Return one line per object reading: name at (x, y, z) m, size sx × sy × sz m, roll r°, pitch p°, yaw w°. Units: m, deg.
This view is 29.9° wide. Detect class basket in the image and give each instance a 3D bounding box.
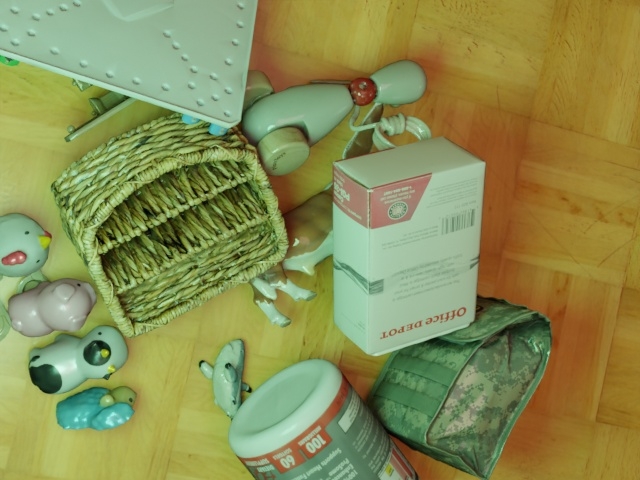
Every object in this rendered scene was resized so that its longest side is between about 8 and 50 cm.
basket at (-0.218, -0.038, 1.785) m, size 0.299 × 0.213 × 0.223 m, roll -26°, pitch 65°, yaw -15°

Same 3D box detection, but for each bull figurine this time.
bull figurine at (0.000, 0.000, 1.938) m, size 0.310 × 0.101 × 0.188 m, roll -27°, pitch 67°, yaw -8°

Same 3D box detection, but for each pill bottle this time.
pill bottle at (0.035, 0.383, 1.907) m, size 0.210 × 0.210 × 0.363 m, roll -40°, pitch 108°, yaw -12°

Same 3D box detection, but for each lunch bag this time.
lunch bag at (0.226, 0.212, 1.952) m, size 0.169 × 0.235 × 0.287 m, roll 35°, pitch 79°, yaw -23°

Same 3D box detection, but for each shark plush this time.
shark plush at (-0.132, 0.244, 1.943) m, size 0.067 × 0.073 × 0.161 m, roll -21°, pitch 93°, yaw -46°

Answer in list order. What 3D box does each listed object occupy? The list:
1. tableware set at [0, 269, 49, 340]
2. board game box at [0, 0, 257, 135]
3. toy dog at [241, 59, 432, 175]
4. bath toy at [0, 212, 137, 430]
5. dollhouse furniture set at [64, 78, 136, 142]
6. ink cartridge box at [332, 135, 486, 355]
tableware set at (-0.491, 0.075, 1.823) m, size 0.168 × 0.020 × 0.141 m, roll -45°, pitch 123°, yaw -13°
board game box at (-0.289, -0.364, 1.782) m, size 0.390 × 0.050 × 0.389 m, roll 17°, pitch 55°, yaw -17°
toy dog at (0.003, -0.186, 1.914) m, size 0.334 × 0.161 × 0.220 m, roll 2°, pitch 61°, yaw -12°
bath toy at (-0.391, 0.119, 1.790) m, size 0.151 × 0.129 × 0.348 m, roll -28°, pitch 109°, yaw -15°
dollhouse furniture set at (-0.374, -0.242, 1.806) m, size 0.123 × 0.144 × 0.151 m, roll -35°, pitch 102°, yaw -14°
ink cartridge box at (0.129, 0.008, 1.816) m, size 0.207 × 0.117 × 0.283 m, roll -15°, pitch 122°, yaw -26°
